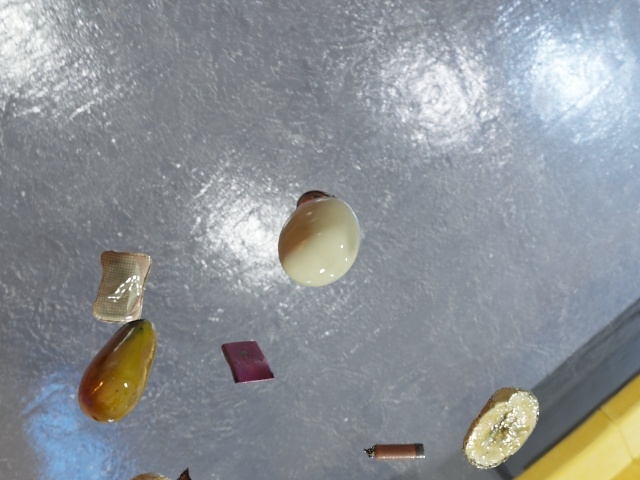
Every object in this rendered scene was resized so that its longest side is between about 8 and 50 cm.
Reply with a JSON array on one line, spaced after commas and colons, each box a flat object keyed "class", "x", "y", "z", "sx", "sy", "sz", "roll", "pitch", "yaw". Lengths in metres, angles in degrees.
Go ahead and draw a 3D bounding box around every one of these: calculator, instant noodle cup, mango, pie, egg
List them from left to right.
[{"class": "mango", "x": -0.463, "y": 0.304, "z": 1.350, "sx": 0.139, "sy": 0.254, "sz": 0.175, "roll": 37, "pitch": 125, "yaw": -15}, {"class": "calculator", "x": -0.229, "y": 0.373, "z": 1.810, "sx": 0.127, "sy": 0.190, "sz": 0.034, "roll": -2, "pitch": 120, "yaw": -25}, {"class": "instant noodle cup", "x": -0.021, "y": -0.030, "z": 1.577, "sx": 0.125, "sy": 0.177, "sz": 0.208, "roll": -46, "pitch": -176, "yaw": -41}, {"class": "egg", "x": 0.000, "y": 0.000, "z": 1.362, "sx": 0.241, "sy": 0.186, "sz": 0.186, "roll": -59, "pitch": 150, "yaw": -44}, {"class": "pie", "x": 0.508, "y": 0.528, "z": 1.641, "sx": 0.274, "sy": 0.055, "sz": 0.274, "roll": -13, "pitch": 119, "yaw": -25}]

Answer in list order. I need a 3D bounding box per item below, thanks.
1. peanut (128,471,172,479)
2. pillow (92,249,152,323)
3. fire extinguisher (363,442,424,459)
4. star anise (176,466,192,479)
[{"class": "peanut", "x": -0.371, "y": 0.505, "z": 1.113, "sx": 0.207, "sy": 0.087, "sz": 0.087, "roll": -26, "pitch": 134, "yaw": 11}, {"class": "pillow", "x": -0.545, "y": 0.130, "z": 1.601, "sx": 0.135, "sy": 0.034, "sz": 0.211, "roll": 6, "pitch": 105, "yaw": -27}, {"class": "fire extinguisher", "x": 0.100, "y": 0.288, "z": 0.798, "sx": 0.083, "sy": 0.022, "sz": 0.028, "roll": 0, "pitch": 140, "yaw": -1}, {"class": "star anise", "x": -0.299, "y": 0.537, "z": 1.128, "sx": 0.144, "sy": 0.140, "sz": 0.158, "roll": 4, "pitch": 79, "yaw": -19}]
